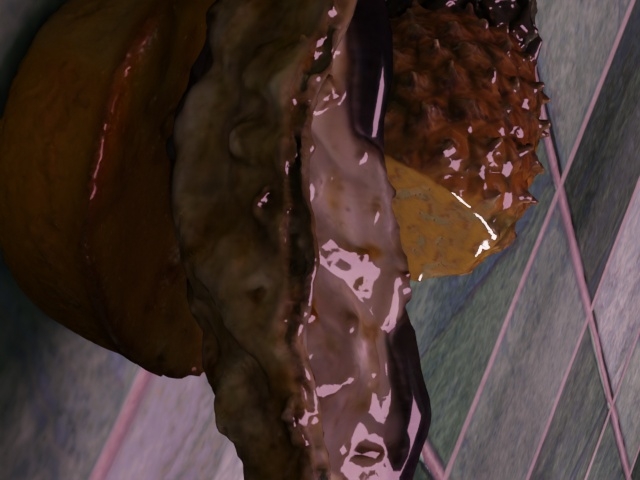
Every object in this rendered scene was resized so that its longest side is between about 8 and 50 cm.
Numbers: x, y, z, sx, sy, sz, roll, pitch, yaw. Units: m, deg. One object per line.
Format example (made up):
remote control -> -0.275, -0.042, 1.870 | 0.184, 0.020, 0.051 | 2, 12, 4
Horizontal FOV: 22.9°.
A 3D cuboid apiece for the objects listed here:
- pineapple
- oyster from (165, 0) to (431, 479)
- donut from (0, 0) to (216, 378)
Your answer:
pineapple -> 0.076, -0.103, 0.784 | 0.125, 0.125, 0.251 | 79, 28, -49
oyster -> -0.001, 0.000, 0.520 | 0.128, 0.078, 0.345 | 24, 62, -67
donut -> -0.061, -0.026, 0.568 | 0.152, 0.058, 0.152 | -45, 142, -51
